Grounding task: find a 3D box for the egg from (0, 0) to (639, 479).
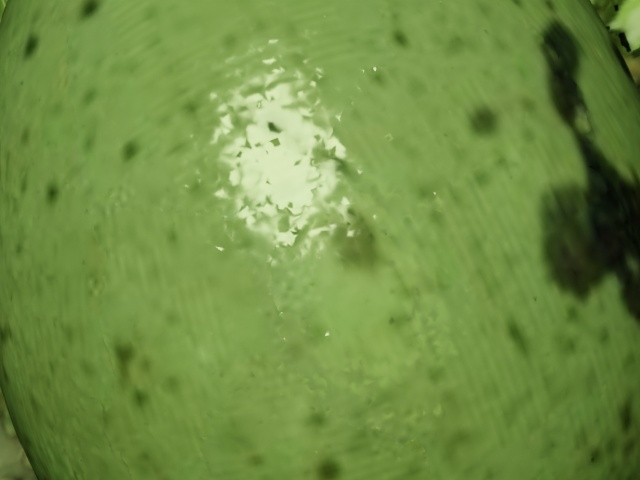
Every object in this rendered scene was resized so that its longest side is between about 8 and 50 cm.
[{"bbox_3d":[0.000,0.000,0.799,0.288,0.287,0.379,-19,78,-6],"label":"egg"}]
